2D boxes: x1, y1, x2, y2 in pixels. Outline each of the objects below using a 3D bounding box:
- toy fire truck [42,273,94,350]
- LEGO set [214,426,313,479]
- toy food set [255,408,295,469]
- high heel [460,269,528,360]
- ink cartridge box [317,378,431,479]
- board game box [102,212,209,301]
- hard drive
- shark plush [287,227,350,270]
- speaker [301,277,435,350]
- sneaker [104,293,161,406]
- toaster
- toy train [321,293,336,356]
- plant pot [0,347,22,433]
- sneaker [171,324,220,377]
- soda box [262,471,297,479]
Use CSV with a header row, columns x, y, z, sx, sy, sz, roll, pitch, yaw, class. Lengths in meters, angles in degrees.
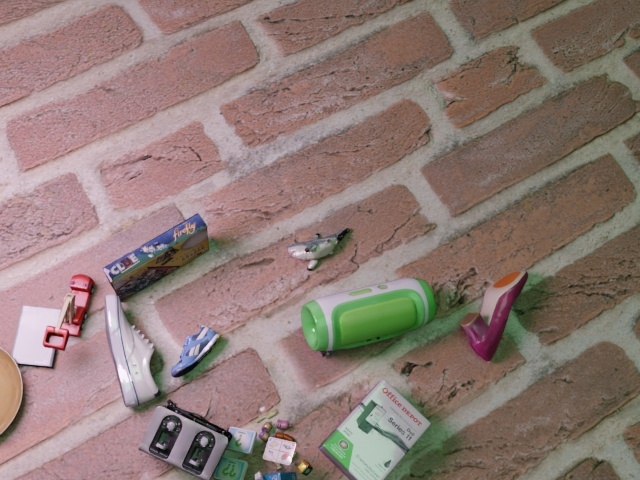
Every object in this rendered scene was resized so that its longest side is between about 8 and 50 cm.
x,y,z,sx,sy,sz,roll,pitch,yaw,class
-0.559,0.157,1.716,0.047,0.135,0.191,11,70,-3,toy fire truck
-0.136,0.496,1.614,0.244,0.060,0.182,2,64,36,LEGO set
-0.094,0.444,1.726,0.078,0.019,0.122,-27,75,-15,toy food set
0.445,0.178,1.868,0.244,0.082,0.117,-42,108,-31,high heel
0.122,0.437,1.718,0.153,0.087,0.208,42,70,8,ink cartridge box
-0.372,0.042,1.764,0.243,0.165,0.042,-31,76,-17,board game box
-0.644,0.219,1.744,0.094,0.022,0.135,6,70,-4,hard drive
0.000,0.000,1.882,0.161,0.073,0.067,-35,47,-12,shark plush
0.111,0.169,1.777,0.297,0.131,0.131,-11,72,-20,speaker
-0.425,0.241,1.730,0.091,0.094,0.258,-13,84,-22,sneaker
-0.284,0.424,1.636,0.168,0.185,0.110,26,79,1,toaster
0.030,0.203,1.826,0.036,0.027,0.158,18,68,-11,toy train
-0.767,0.335,1.676,0.237,0.032,0.236,1,74,-2,plant pot
-0.295,0.254,1.757,0.059,0.053,0.144,41,63,8,sneaker
-0.086,0.604,1.631,0.067,0.071,0.210,-17,68,25,soda box
